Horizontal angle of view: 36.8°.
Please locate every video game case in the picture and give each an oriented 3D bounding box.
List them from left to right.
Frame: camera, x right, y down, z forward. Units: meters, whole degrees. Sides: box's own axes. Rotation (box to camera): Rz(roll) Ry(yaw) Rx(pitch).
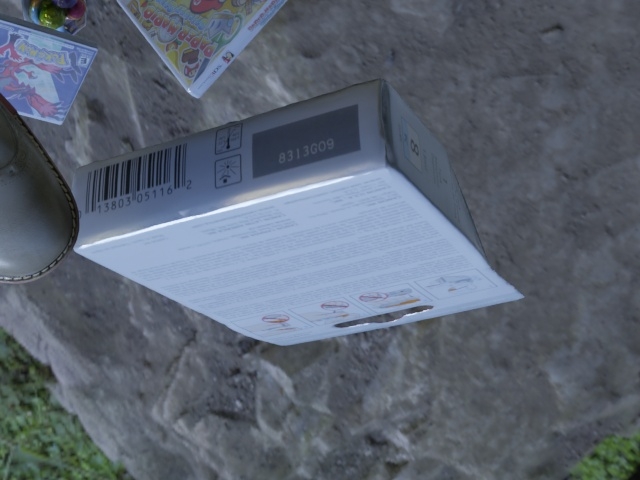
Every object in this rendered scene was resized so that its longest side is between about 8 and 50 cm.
[{"bbox_3d":[-0.505,-0.290,1.637,0.201,0.023,0.183,12,133,-32],"label":"video game case"},{"bbox_3d":[-0.133,-0.309,1.160,0.206,0.227,0.026,-46,143,10],"label":"video game case"}]

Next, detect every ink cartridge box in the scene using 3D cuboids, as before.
[{"bbox_3d":[0.000,0.000,0.945,0.308,0.091,0.385,-14,156,24],"label":"ink cartridge box"}]

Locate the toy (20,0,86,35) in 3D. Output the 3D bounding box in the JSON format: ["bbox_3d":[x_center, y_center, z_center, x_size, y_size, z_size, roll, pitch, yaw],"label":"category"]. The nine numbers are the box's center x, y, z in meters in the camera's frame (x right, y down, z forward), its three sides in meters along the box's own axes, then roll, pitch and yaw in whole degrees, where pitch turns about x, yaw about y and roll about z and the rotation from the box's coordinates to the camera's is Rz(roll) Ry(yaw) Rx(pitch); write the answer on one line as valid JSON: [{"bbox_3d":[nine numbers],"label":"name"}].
[{"bbox_3d":[-0.469,-0.415,1.752,0.056,0.237,0.137,44,65,7],"label":"toy"}]

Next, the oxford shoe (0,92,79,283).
[{"bbox_3d":[-0.311,-0.103,0.611,0.397,0.146,0.140,43,79,-24],"label":"oxford shoe"}]
